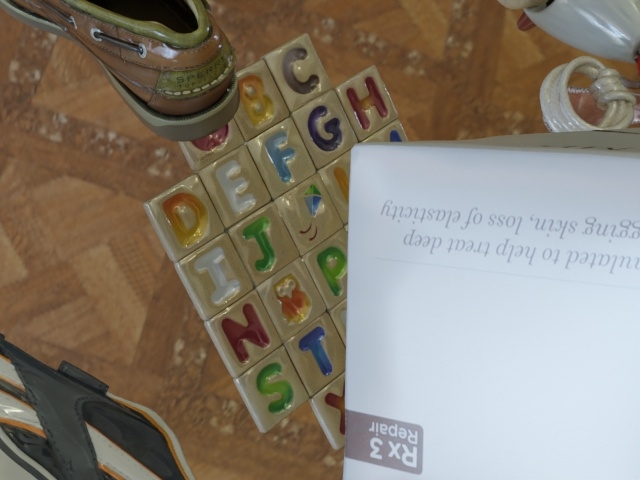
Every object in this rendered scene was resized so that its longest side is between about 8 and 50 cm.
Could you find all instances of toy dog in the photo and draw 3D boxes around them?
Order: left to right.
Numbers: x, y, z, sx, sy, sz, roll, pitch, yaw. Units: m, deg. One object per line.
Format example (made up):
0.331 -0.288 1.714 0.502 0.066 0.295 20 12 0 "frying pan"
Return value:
0.278 -0.185 1.237 0.220 0.161 0.333 1 59 -13 "toy dog"

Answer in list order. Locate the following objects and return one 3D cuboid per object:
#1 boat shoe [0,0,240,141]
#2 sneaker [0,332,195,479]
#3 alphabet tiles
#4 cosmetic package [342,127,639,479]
-0.171 -0.205 0.936 0.307 0.104 0.111 38 66 24 "boat shoe"
-0.175 0.117 0.656 0.321 0.126 0.127 40 20 14 "sneaker"
0.000 0.000 1.127 0.285 0.011 0.342 -34 105 -33 "alphabet tiles"
0.197 0.026 0.600 0.385 0.217 0.156 -7 101 -58 "cosmetic package"
